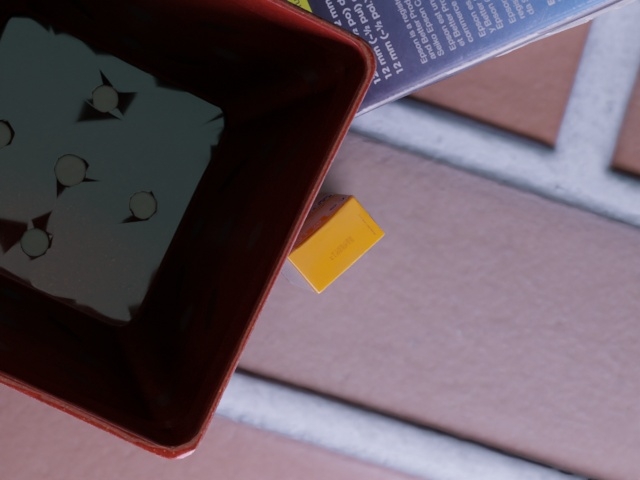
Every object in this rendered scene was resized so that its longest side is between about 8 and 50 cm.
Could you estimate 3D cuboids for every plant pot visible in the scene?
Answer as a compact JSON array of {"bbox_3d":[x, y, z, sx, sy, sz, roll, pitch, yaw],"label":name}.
[{"bbox_3d":[-0.156,-0.047,1.059,0.267,0.236,0.267,26,86,-8],"label":"plant pot"}]

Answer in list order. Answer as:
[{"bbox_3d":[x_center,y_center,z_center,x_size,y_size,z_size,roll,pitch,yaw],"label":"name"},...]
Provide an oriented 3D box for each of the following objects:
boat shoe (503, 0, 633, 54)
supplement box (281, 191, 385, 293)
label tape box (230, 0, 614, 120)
[{"bbox_3d":[0.164,-0.173,1.196,0.184,0.063,0.066,-13,92,-9],"label":"boat shoe"},{"bbox_3d":[0.000,0.000,1.153,0.062,0.098,0.036,-42,100,-8],"label":"supplement box"},{"bbox_3d":[0.054,-0.230,1.104,0.115,0.348,0.249,-27,94,-47],"label":"label tape box"}]
